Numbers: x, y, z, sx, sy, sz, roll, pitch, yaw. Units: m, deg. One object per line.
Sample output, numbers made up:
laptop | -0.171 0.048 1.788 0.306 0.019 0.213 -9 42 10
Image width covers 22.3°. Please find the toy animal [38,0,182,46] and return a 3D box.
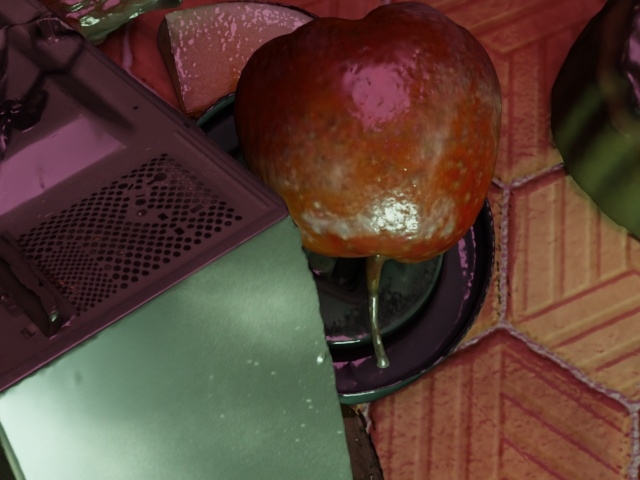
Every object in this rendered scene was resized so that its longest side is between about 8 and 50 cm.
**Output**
toy animal | -0.228 -0.237 1.538 0.188 0.089 0.179 -12 58 -1

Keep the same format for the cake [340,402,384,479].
cake | -0.074 0.210 1.371 0.235 0.099 0.100 -4 46 -14

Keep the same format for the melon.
melon | -0.062 -0.188 1.571 0.182 0.054 0.098 -19 80 -17

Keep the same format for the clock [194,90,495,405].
clock | 0.001 -0.001 1.502 0.319 0.066 0.318 4 69 -11

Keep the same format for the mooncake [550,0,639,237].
mooncake | 0.383 -0.137 1.582 0.290 0.161 0.290 3 70 -10

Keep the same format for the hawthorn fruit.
hawthorn fruit | 0.050 -0.087 1.379 0.231 0.235 0.263 -33 61 6

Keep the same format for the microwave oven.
microwave oven | -0.212 0.033 1.211 0.236 0.374 0.432 -33 48 -21
